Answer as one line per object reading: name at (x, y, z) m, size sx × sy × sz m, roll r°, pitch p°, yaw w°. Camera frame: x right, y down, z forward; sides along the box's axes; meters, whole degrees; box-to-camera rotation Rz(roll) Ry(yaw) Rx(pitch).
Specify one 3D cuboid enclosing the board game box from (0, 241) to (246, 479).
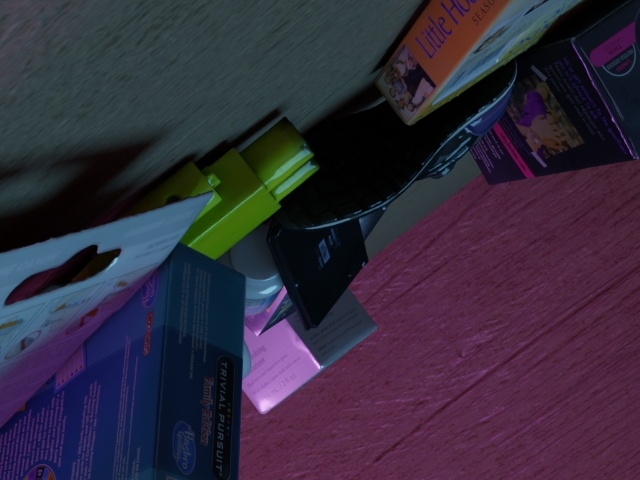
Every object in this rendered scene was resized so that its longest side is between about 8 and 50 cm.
board game box at (-0.198, 0.182, 1.030) m, size 0.079 × 0.254 × 0.336 m, roll 28°, pitch 138°, yaw -36°

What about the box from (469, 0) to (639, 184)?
box at (0.272, -0.169, 1.413) m, size 0.165 × 0.143 × 0.270 m, roll -36°, pitch -167°, yaw -24°

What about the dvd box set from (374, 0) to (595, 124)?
dvd box set at (0.232, -0.271, 1.107) m, size 0.307 × 0.062 × 0.420 m, roll -35°, pitch 174°, yaw -23°

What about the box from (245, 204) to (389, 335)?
box at (0.000, 0.000, 1.695) m, size 0.183 × 0.056 × 0.231 m, roll -31°, pitch 159°, yaw -52°

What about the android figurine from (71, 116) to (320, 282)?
android figurine at (-0.122, -0.004, 1.156) m, size 0.273 × 0.056 × 0.248 m, roll -37°, pitch 175°, yaw 2°

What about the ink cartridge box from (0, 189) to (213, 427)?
ink cartridge box at (-0.279, 0.087, 0.883) m, size 0.385 × 0.091 × 0.308 m, roll -45°, pitch 171°, yaw 23°

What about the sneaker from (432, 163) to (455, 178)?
sneaker at (0.116, -0.135, 1.496) m, size 0.051 × 0.089 × 0.170 m, roll -27°, pitch -142°, yaw 30°

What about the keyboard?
keyboard at (0.018, -0.024, 1.511) m, size 0.201 × 0.033 × 0.317 m, roll -52°, pitch 161°, yaw -14°

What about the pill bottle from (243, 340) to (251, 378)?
pill bottle at (-0.216, 0.157, 1.439) m, size 0.264 × 0.146 × 0.146 m, roll -35°, pitch 174°, yaw -17°

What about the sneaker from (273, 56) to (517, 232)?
sneaker at (0.080, -0.082, 1.326) m, size 0.283 × 0.107 × 0.124 m, roll -34°, pitch 157°, yaw -9°

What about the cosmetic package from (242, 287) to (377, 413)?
cosmetic package at (-0.054, 0.111, 1.862) m, size 0.151 × 0.183 × 0.151 m, roll -42°, pitch 173°, yaw 38°

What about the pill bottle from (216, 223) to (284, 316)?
pill bottle at (-0.081, 0.032, 1.547) m, size 0.087 × 0.087 × 0.160 m, roll -35°, pitch 174°, yaw -17°
